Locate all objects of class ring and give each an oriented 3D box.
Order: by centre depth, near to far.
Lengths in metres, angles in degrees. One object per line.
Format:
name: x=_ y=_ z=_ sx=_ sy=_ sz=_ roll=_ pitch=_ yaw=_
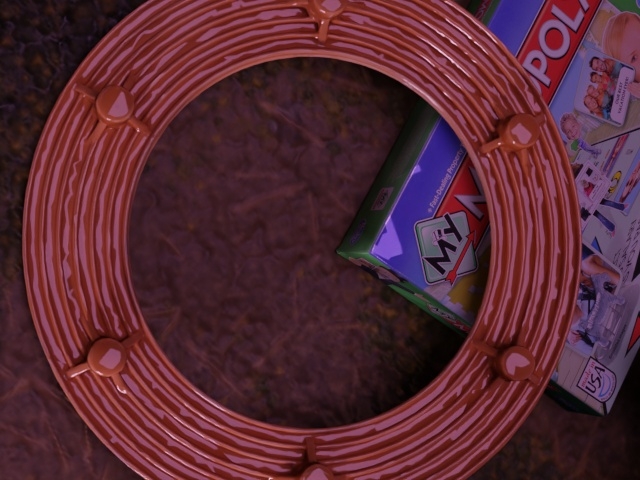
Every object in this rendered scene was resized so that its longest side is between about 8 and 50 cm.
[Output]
ring: x=0.000 y=0.000 z=0.759 sx=0.336 sy=0.032 sz=0.336 roll=1 pitch=87 yaw=-13

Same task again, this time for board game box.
board game box: x=0.171 y=-0.072 z=0.879 sx=0.213 sy=0.046 sz=0.317 roll=34 pitch=75 yaw=-23
